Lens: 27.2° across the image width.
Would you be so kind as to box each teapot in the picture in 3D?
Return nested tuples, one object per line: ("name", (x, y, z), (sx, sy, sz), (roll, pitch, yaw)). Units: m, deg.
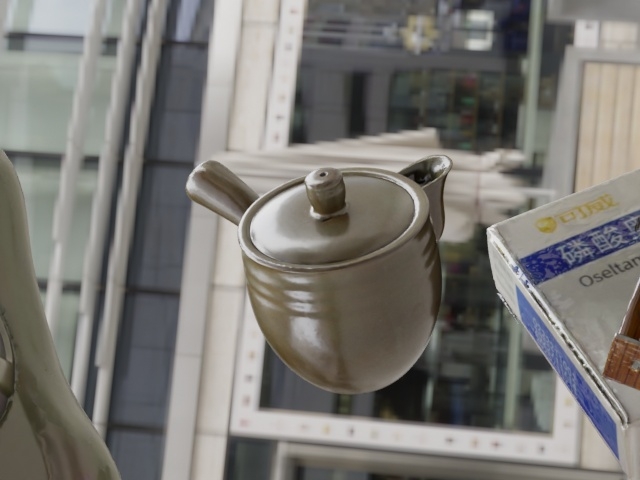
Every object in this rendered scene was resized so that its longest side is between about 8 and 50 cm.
("teapot", (0.000, 0.000, 0.474), (0.085, 0.110, 0.080), (-32, -53, -30))

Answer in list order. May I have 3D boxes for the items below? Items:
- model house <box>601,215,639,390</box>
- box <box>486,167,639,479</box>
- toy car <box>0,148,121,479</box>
("model house", (0.265, 0.044, 0.700), (0.207, 0.219, 0.136), (-52, -21, -54))
("box", (0.310, 0.012, 0.893), (0.200, 0.343, 0.065), (-120, 12, -45))
("toy car", (-0.256, 0.092, 0.789), (0.336, 0.242, 0.226), (69, 153, 19))
